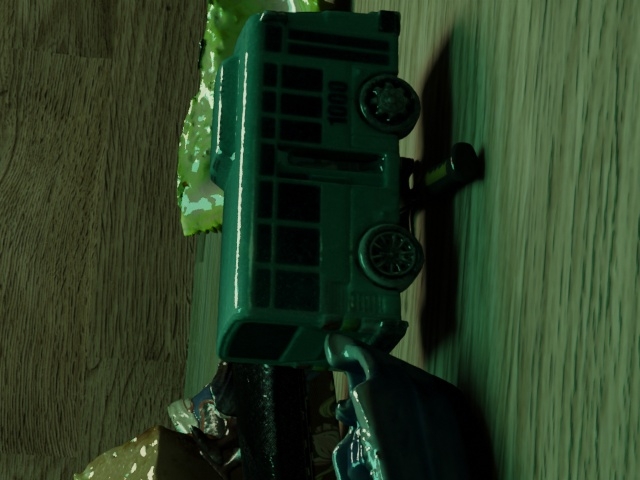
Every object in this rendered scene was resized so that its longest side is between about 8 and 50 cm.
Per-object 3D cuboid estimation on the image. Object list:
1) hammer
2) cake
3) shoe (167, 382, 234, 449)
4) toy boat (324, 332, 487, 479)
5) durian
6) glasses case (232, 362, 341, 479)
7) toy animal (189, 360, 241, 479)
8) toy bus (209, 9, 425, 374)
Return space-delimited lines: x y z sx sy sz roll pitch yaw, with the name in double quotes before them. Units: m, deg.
"hammer" 0.078 -0.035 0.918 0.201 0.021 0.078 150 124 -79
"cake" -0.187 0.342 1.515 0.196 0.199 0.293 -38 42 29
"shoe" -0.116 0.268 1.737 0.227 0.125 0.099 43 169 48
"toy boat" 0.027 0.189 0.749 0.129 0.143 0.309 105 165 -54
"durian" -0.066 -0.183 1.390 0.157 0.170 0.355 127 145 -76
"glasses case" -0.030 0.174 1.152 0.122 0.082 0.320 -150 53 -70
"toy animal" -0.065 0.209 1.489 0.179 0.116 0.218 -59 -34 -33
"toy bus" -0.008 -0.040 0.927 0.128 0.147 0.256 120 153 -65
